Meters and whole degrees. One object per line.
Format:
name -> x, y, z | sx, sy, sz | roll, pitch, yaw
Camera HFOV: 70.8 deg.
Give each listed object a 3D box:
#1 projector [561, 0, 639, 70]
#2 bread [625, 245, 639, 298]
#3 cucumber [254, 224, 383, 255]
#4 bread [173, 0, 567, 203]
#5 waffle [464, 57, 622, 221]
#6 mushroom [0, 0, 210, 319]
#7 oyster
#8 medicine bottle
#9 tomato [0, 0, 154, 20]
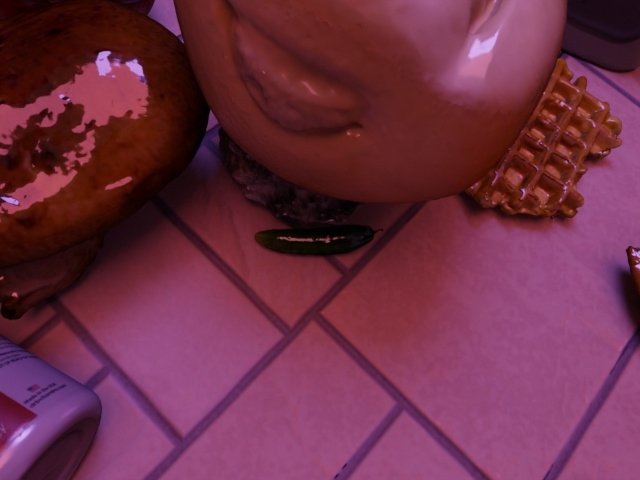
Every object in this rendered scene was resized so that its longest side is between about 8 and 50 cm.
projector -> 0.489, -0.464, 0.702 | 0.248, 0.249, 0.249 | 25, 67, 3
bread -> 0.561, 0.092, 0.523 | 0.339, 0.194, 0.179 | 15, 61, -5
cucumber -> 0.000, 0.000, 0.575 | 0.167, 0.039, 0.039 | -2, 69, -5
bread -> 0.048, -0.236, 0.447 | 0.347, 0.253, 0.376 | 28, 61, -10
waffle -> 0.304, -0.163, 0.665 | 0.300, 0.058, 0.282 | -29, 76, -17
mushroom -> -0.288, -0.097, 0.496 | 0.344, 0.260, 0.346 | -6, 43, 6
oyster -> -0.039, -0.140, 0.569 | 0.267, 0.112, 0.198 | 39, 80, 9
medicine bottle -> -0.367, 0.142, 0.409 | 0.288, 0.157, 0.157 | 29, 68, 4
tomato -> -0.335, -0.368, 0.546 | 0.270, 0.270, 0.227 | -22, 91, -15
